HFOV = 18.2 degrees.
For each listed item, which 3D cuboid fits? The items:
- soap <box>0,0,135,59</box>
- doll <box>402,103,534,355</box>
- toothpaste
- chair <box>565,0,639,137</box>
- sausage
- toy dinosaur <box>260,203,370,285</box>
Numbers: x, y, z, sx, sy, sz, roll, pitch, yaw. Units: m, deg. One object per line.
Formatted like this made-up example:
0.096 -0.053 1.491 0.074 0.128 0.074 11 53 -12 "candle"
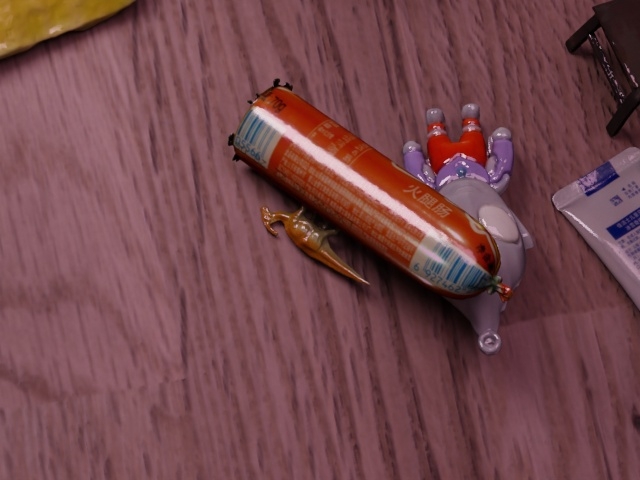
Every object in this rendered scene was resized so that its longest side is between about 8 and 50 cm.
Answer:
-0.340 -0.347 1.645 0.306 0.115 0.427 -28 82 -16 "soap"
0.126 -0.009 1.679 0.102 0.075 0.227 -6 64 3 "doll"
0.313 0.044 1.721 0.096 0.061 0.266 -31 76 -18 "toothpaste"
0.294 -0.173 1.688 0.084 0.212 0.101 -21 80 -17 "chair"
0.048 -0.028 1.621 0.264 0.083 0.083 36 69 17 "sausage"
0.001 -0.004 1.670 0.113 0.026 0.041 31 76 7 "toy dinosaur"
